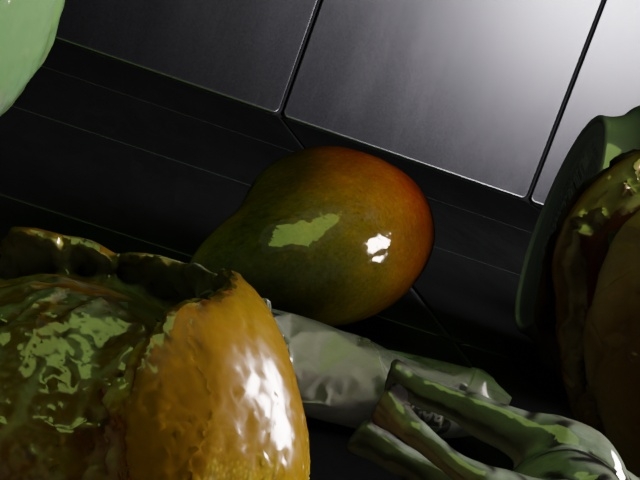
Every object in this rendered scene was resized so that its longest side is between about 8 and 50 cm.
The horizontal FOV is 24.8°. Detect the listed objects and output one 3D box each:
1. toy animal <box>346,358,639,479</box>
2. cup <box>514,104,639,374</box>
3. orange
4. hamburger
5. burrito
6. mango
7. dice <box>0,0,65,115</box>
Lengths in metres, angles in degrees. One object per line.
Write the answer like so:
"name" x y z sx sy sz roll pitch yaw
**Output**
"toy animal" 0.092 0.117 0.694 0.170 0.090 0.255 27 14 22
"cup" 0.354 0.030 1.169 0.326 0.237 0.323 21 -20 -3
"orange" -0.078 0.064 0.497 0.156 0.134 0.156 21 -5 2
"hamburger" 0.270 0.055 0.963 0.244 0.244 0.163 18 6 -11
"burrito" 0.022 0.081 0.844 0.203 0.064 0.064 17 9 -28
"mango" 0.005 0.002 1.077 0.146 0.129 0.289 23 18 6
"dice" -0.380 -0.247 1.081 0.318 0.330 0.322 17 9 15
